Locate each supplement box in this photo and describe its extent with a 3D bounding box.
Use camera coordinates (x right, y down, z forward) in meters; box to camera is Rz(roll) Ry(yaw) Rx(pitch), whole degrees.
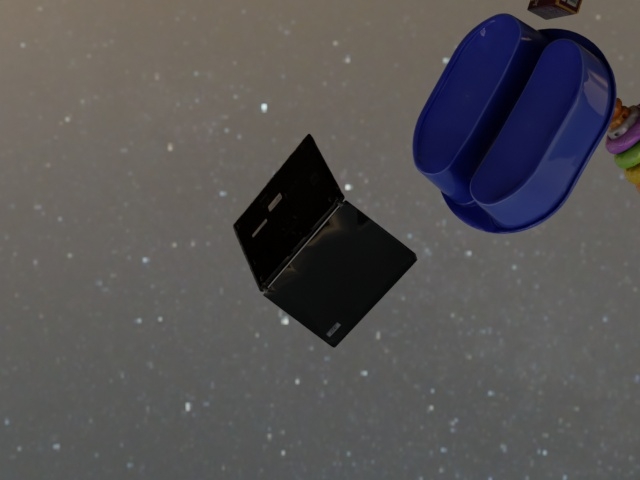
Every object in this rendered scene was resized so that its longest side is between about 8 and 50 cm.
[{"bbox_3d":[0.369,-0.380,1.671,0.043,0.055,0.083,19,175,-24],"label":"supplement box"}]

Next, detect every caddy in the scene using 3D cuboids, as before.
[{"bbox_3d":[0.300,-0.179,1.654,0.241,0.341,0.179,33,-174,33],"label":"caddy"}]

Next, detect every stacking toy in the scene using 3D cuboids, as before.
[{"bbox_3d":[0.542,-0.164,1.800,0.302,0.175,0.166,40,-179,-10],"label":"stacking toy"}]

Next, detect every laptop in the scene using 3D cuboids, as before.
[{"bbox_3d":[0.000,0.000,1.831,0.137,0.234,0.264,19,-147,-41],"label":"laptop"}]
